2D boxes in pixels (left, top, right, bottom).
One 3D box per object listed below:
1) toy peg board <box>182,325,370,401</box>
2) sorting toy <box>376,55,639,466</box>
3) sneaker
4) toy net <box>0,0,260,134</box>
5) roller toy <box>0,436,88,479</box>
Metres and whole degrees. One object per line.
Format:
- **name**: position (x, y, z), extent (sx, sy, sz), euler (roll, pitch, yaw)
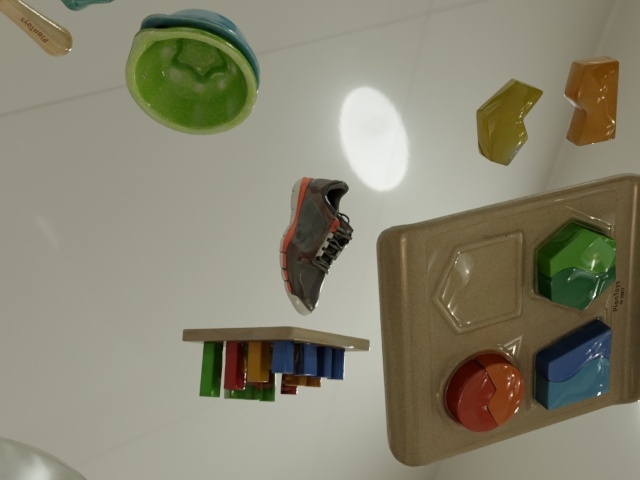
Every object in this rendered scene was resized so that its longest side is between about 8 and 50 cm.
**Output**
- **toy peg board**: position (-0.052, 0.148, 1.220), extent (0.161, 0.161, 0.079), euler (-5, -102, 35)
- **sorting toy**: position (0.157, 0.024, 0.796), extent (0.041, 0.229, 0.307), euler (-130, -148, -61)
- **sneaker**: position (0.000, 0.000, 1.071), extent (0.065, 0.061, 0.157), euler (-6, -117, 22)
- **toy net**: position (-0.138, -0.129, 0.514), extent (0.122, 0.232, 0.045), euler (107, -5, -50)
- **roller toy**: position (-0.228, 0.234, 0.650), extent (0.209, 0.191, 0.146), euler (-54, -156, 26)
